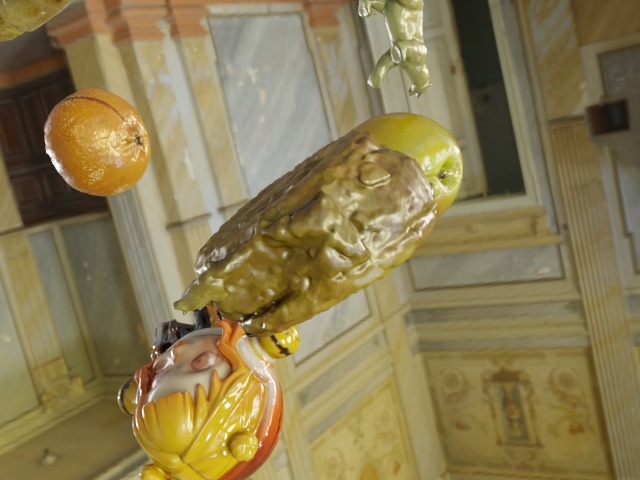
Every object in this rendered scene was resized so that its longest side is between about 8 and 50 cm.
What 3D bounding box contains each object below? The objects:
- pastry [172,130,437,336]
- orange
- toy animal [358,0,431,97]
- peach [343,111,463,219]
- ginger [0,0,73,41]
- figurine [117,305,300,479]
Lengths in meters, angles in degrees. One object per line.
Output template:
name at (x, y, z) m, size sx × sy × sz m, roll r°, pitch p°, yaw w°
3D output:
pastry at (0.000, 0.000, 0.746) m, size 0.240 × 0.132 × 0.235 m, roll -37°, pitch -168°, yaw 12°
orange at (-0.387, -0.173, 1.363) m, size 0.161 × 0.193 × 0.193 m, roll -18°, pitch -173°, yaw 18°
toy animal at (0.139, -0.339, 1.296) m, size 0.101 × 0.219 × 0.103 m, roll -23°, pitch -157°, yaw -33°
peach at (0.128, -0.116, 1.350) m, size 0.231 × 0.231 × 0.231 m, roll -13°, pitch -171°, yaw 2°
ginger at (-0.479, -0.390, 1.229) m, size 0.263 × 0.109 × 0.116 m, roll -16°, pitch -134°, yaw 11°
figurine at (-0.151, 0.220, 1.113) m, size 0.320 × 0.196 × 0.323 m, roll -25°, pitch -148°, yaw 25°
